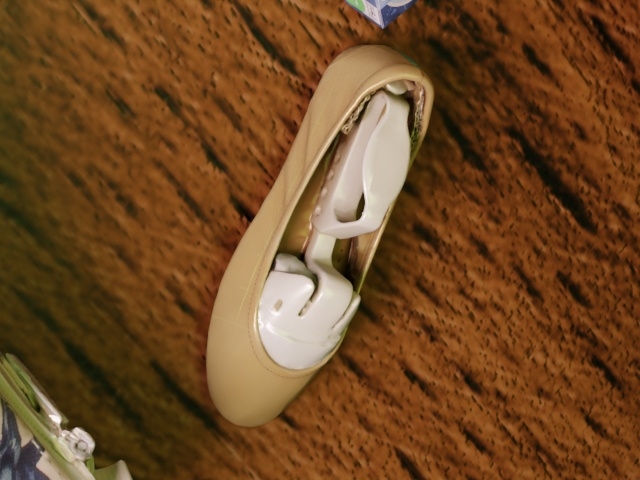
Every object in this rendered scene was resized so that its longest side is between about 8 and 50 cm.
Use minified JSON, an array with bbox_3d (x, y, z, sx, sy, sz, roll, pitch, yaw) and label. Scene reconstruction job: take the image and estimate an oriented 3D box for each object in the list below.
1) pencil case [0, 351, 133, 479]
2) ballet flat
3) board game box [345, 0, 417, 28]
[{"bbox_3d":[-0.243,0.020,0.758,0.183,0.160,0.410,-32,127,-8],"label":"pencil case"},{"bbox_3d":[0.000,0.000,0.982,0.080,0.073,0.232,18,91,-30],"label":"ballet flat"},{"bbox_3d":[0.057,-0.225,0.934,0.136,0.035,0.201,-40,148,-16],"label":"board game box"}]
